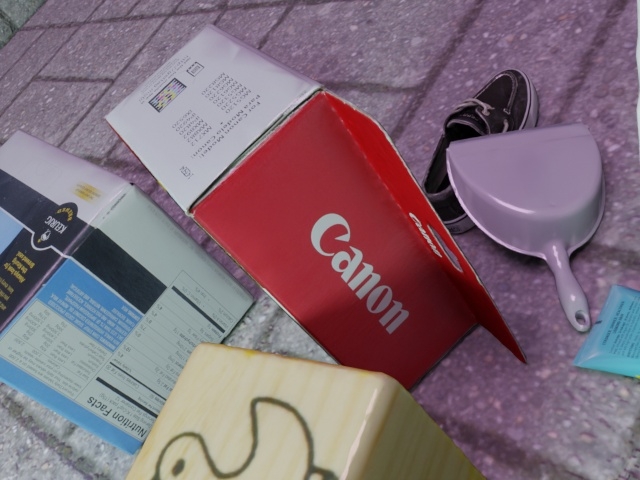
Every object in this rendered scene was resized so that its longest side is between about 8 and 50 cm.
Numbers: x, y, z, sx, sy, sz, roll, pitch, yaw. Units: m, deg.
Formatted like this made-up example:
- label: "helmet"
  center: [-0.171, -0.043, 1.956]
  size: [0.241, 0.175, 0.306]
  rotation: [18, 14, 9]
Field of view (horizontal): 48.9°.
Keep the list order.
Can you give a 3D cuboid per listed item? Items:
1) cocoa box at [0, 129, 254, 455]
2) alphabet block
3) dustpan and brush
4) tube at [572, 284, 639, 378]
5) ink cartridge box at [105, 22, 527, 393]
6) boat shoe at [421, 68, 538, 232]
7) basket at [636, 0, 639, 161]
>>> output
- label: "cocoa box"
  center: [-0.300, 0.046, 0.845]
  size: [0.347, 0.231, 0.228]
  rotation: [23, 70, 46]
- label: "alphabet block"
  center: [-0.018, 0.212, 0.511]
  size: [0.192, 0.193, 0.197]
  rotation: [3, 56, 37]
- label: "dustpan and brush"
  center: [0.208, -0.015, 0.646]
  size: [0.147, 0.060, 0.211]
  rotation: [-9, 45, 1]
- label: "tube"
  center: [0.291, 0.082, 0.507]
  size: [0.207, 0.052, 0.080]
  rotation: [12, 57, 49]
- label: "ink cartridge box"
  center: [0.000, 0.000, 0.597]
  size: [0.130, 0.309, 0.272]
  rotation: [-44, 40, -4]
- label: "boat shoe"
  center: [0.171, -0.113, 0.754]
  size: [0.077, 0.070, 0.219]
  rotation: [5, 57, 40]
- label: "basket"
  center: [0.331, -0.056, 0.270]
  size: [0.328, 0.266, 0.331]
  rotation: [140, 134, -77]
